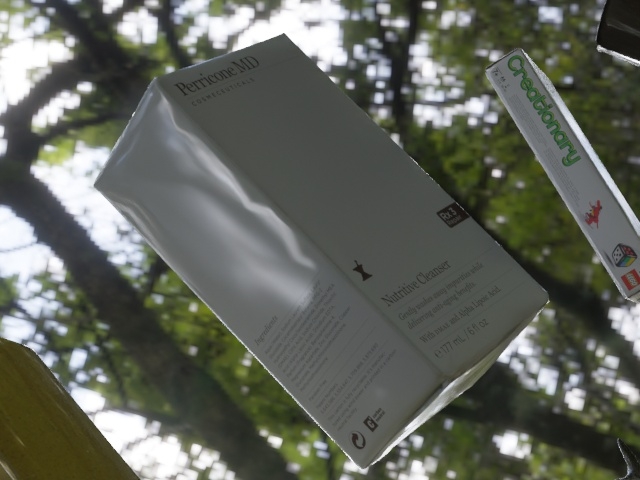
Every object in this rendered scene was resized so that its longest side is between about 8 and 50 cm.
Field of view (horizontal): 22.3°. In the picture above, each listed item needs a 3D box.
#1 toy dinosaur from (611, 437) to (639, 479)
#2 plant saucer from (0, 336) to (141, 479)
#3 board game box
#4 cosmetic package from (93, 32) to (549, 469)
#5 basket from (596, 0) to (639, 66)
[{"bbox_3d":[0.334,0.309,1.685,0.160,0.313,0.121,-16,-44,-1],"label":"toy dinosaur"},{"bbox_3d":[-0.170,0.235,1.213,0.081,0.333,0.332,-32,-31,-21],"label":"plant saucer"},{"bbox_3d":[0.303,-0.067,1.860,0.305,0.053,0.193,60,-167,13],"label":"board game box"},{"bbox_3d":[0.000,0.000,1.537,0.217,0.385,0.156,-31,-16,-51],"label":"cosmetic package"},{"bbox_3d":[0.433,-0.228,1.743,0.154,0.227,0.204,-58,-16,-9],"label":"basket"}]
